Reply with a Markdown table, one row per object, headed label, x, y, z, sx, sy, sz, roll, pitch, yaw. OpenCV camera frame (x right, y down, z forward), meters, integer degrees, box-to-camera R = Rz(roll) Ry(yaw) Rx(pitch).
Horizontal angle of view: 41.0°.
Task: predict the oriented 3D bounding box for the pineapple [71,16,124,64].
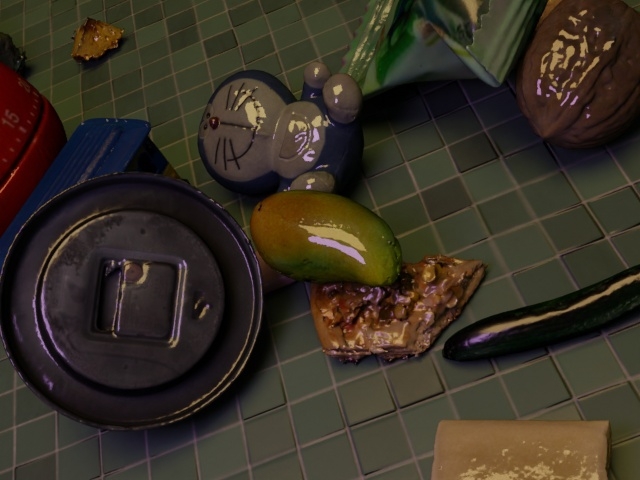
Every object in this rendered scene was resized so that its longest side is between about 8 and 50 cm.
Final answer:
| label | x | y | z | sx | sy | sz | roll | pitch | yaw |
| --- | --- | --- | --- | --- | --- | --- | --- | --- | --- |
| pineapple | -0.454 | -0.397 | 1.668 | 0.114 | 0.077 | 0.114 | -45 | 36 | -21 |

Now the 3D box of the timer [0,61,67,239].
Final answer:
| label | x | y | z | sx | sy | sz | roll | pitch | yaw |
| --- | --- | --- | --- | --- | --- | --- | --- | --- | --- |
| timer | -0.566 | -0.097 | 1.307 | 0.378 | 0.279 | 0.378 | -26 | 40 | 24 |

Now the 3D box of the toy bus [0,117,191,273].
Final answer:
| label | x | y | z | sx | sy | sz | roll | pitch | yaw |
| --- | --- | --- | --- | --- | --- | --- | --- | --- | --- |
| toy bus | -0.322 | -0.022 | 1.229 | 0.138 | 0.175 | 0.287 | 6 | 56 | 29 |

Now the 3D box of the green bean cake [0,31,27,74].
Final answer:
| label | x | y | z | sx | sy | sz | roll | pitch | yaw |
| --- | --- | --- | --- | --- | --- | --- | --- | --- | --- |
| green bean cake | -0.736 | -0.348 | 1.709 | 0.255 | 0.132 | 0.241 | -41 | 45 | -12 |

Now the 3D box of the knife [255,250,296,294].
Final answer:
| label | x | y | z | sx | sy | sz | roll | pitch | yaw |
| --- | --- | --- | --- | --- | --- | --- | --- | --- | --- |
| knife | -0.151 | 0.112 | 1.152 | 0.336 | 0.043 | 0.081 | -38 | 53 | -2 |

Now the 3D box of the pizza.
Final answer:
| label | x | y | z | sx | sy | sz | roll | pitch | yaw |
| --- | --- | --- | --- | --- | --- | --- | --- | --- | --- |
| pizza | 0.087 | 0.073 | 1.051 | 0.226 | 0.069 | 0.147 | -5 | 49 | 19 |

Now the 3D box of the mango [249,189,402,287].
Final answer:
| label | x | y | z | sx | sy | sz | roll | pitch | yaw |
| --- | --- | --- | --- | --- | --- | --- | --- | --- | --- |
| mango | 0.000 | 0.000 | 1.053 | 0.125 | 0.111 | 0.233 | -45 | 45 | -19 |

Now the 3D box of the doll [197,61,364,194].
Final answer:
| label | x | y | z | sx | sy | sz | roll | pitch | yaw |
| --- | --- | --- | --- | --- | --- | --- | --- | --- | --- |
| doll | -0.062 | -0.149 | 1.230 | 0.258 | 0.154 | 0.228 | 16 | 95 | 21 |

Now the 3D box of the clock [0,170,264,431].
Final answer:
| label | x | y | z | sx | sy | sz | roll | pitch | yaw |
| --- | --- | --- | --- | --- | --- | --- | --- | --- | --- |
| clock | -0.230 | 0.075 | 1.062 | 0.319 | 0.066 | 0.318 | 2 | 78 | -11 |

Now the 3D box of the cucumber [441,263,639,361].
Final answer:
| label | x | y | z | sx | sy | sz | roll | pitch | yaw |
| --- | --- | --- | --- | --- | --- | --- | --- | --- | --- |
| cucumber | 0.271 | 0.086 | 0.973 | 0.284 | 0.056 | 0.056 | -22 | 47 | 11 |

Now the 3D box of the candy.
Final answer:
| label | x | y | z | sx | sy | sz | roll | pitch | yaw |
| --- | --- | --- | --- | --- | --- | --- | --- | --- | --- |
| candy | 0.156 | -0.303 | 1.226 | 0.398 | 0.172 | 0.263 | 1 | 54 | 50 |

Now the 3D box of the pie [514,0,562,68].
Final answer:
| label | x | y | z | sx | sy | sz | roll | pitch | yaw |
| --- | --- | --- | --- | --- | --- | --- | --- | --- | --- |
| pie | 0.308 | -0.339 | 1.308 | 0.218 | 0.052 | 0.185 | -12 | 51 | 17 |

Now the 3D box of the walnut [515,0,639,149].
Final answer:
| label | x | y | z | sx | sy | sz | roll | pitch | yaw |
| --- | --- | --- | --- | --- | --- | --- | --- | --- | --- |
| walnut | 0.346 | -0.215 | 1.114 | 0.178 | 0.178 | 0.230 | 22 | 65 | 35 |

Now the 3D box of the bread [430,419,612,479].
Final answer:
| label | x | y | z | sx | sy | sz | roll | pitch | yaw |
| --- | --- | --- | --- | --- | --- | --- | --- | --- | --- |
| bread | 0.201 | 0.246 | 0.864 | 0.178 | 0.060 | 0.139 | -2 | 51 | 22 |
